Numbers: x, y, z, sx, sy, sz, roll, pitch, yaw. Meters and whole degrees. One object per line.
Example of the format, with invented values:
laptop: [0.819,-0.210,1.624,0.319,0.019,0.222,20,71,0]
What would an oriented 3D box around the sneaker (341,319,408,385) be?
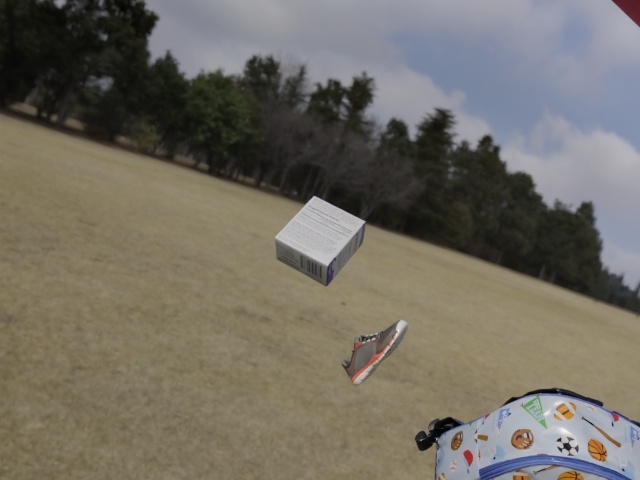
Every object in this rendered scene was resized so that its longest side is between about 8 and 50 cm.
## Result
sneaker: [0.089,0.188,1.332,0.065,0.158,0.061,46,24,17]

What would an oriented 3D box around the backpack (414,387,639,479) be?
backpack: [0.300,0.320,1.004,0.276,0.263,0.213,19,45,-15]

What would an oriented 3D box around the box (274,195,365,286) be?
box: [0.000,0.000,1.479,0.126,0.137,0.072,28,-35,21]

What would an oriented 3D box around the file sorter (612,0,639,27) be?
file sorter: [0.341,-0.281,0.515,0.202,0.182,0.290,32,-17,-22]
